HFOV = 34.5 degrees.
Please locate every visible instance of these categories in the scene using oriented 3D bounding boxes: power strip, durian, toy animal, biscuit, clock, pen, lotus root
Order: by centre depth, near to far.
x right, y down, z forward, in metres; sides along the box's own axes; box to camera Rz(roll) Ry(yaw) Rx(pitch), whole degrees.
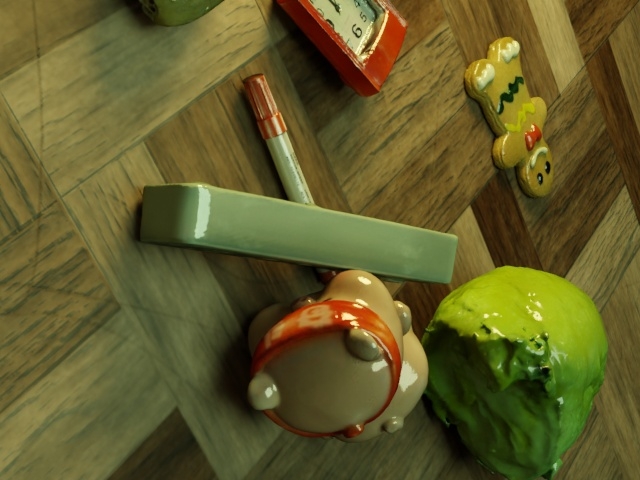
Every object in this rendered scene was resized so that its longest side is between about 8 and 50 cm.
[{"bbox_3d":[-0.110,-0.272,0.975,0.183,0.077,0.090,-50,131,-38],"label":"lotus root"},{"bbox_3d":[0.016,0.122,1.015,0.197,0.171,0.171,37,57,-61],"label":"toy animal"},{"bbox_3d":[0.000,-0.001,1.033,0.385,0.091,0.062,10,85,-42],"label":"power strip"},{"bbox_3d":[-0.028,-0.061,1.086,0.028,0.028,0.239,-40,115,-44],"label":"pen"},{"bbox_3d":[0.020,-0.249,1.144,0.155,0.061,0.113,46,53,-32],"label":"clock"},{"bbox_3d":[0.246,0.152,1.269,0.339,0.204,0.256,-36,127,-55],"label":"durian"},{"bbox_3d":[0.281,-0.167,1.456,0.158,0.035,0.240,-51,122,-37],"label":"biscuit"}]
